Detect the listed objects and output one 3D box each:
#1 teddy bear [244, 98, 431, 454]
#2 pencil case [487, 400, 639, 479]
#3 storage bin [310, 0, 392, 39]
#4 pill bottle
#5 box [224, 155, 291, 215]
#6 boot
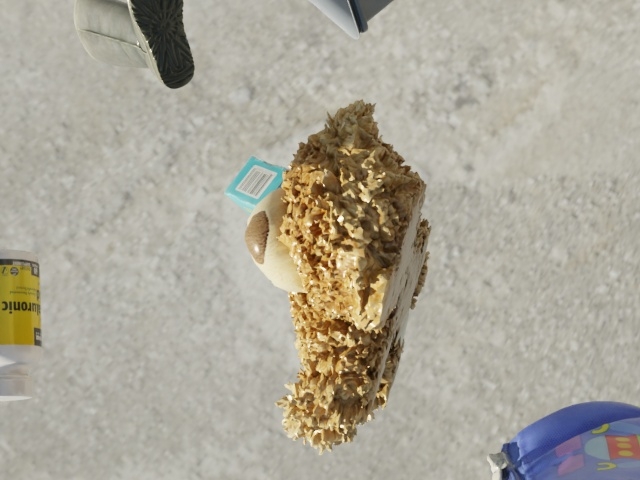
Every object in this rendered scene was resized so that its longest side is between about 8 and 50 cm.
[{"bbox_3d":[0.015,0.028,0.935,0.113,0.338,0.245,14,90,9],"label":"teddy bear"},{"bbox_3d":[0.145,0.168,0.608,0.133,0.306,0.119,21,100,2],"label":"pencil case"},{"bbox_3d":[0.029,-0.288,1.285,0.135,0.091,0.098,45,166,38],"label":"storage bin"},{"bbox_3d":[-0.256,0.069,1.007,0.065,0.065,0.116,-10,78,29],"label":"pill bottle"},{"bbox_3d":[0.000,0.000,1.527,0.244,0.060,0.100,43,170,-32],"label":"box"},{"bbox_3d":[-0.245,-0.290,1.587,0.208,0.076,0.189,36,140,49],"label":"boot"}]
